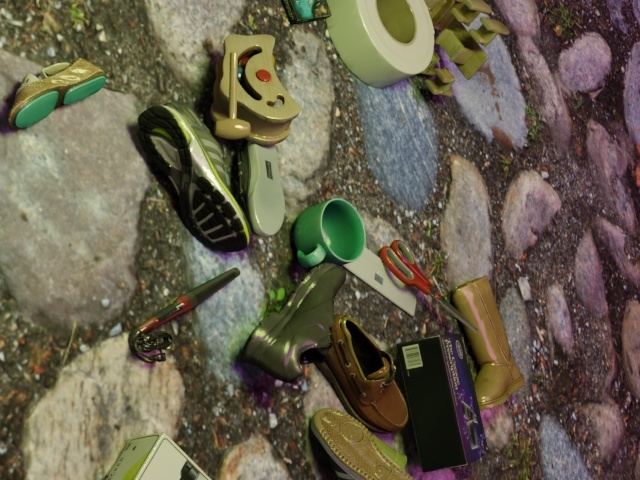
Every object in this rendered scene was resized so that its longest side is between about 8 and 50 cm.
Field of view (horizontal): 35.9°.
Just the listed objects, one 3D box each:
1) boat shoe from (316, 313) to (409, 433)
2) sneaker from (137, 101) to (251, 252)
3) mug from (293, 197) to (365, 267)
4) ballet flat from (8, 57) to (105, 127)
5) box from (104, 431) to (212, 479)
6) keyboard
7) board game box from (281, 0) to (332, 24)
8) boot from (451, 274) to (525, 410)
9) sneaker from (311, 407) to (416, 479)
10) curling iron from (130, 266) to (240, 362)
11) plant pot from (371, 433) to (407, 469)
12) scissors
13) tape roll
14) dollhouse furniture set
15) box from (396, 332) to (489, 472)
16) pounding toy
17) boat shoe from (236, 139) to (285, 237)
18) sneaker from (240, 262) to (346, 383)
[{"bbox_3d":[0.091,0.265,1.907,0.307,0.104,0.110,49,43,-26],"label":"boat shoe"},{"bbox_3d":[-0.198,-0.117,1.728,0.299,0.111,0.121,64,32,-17],"label":"sneaker"},{"bbox_3d":[0.001,-0.009,1.915,0.158,0.097,0.129,0,76,-48],"label":"mug"},{"bbox_3d":[-0.429,-0.237,1.553,0.067,0.073,0.206,42,38,7],"label":"ballet flat"},{"bbox_3d":[-0.213,0.451,1.505,0.290,0.087,0.169,52,44,-22],"label":"box"},{"bbox_3d":[0.124,0.074,2.092,0.256,0.014,0.072,36,56,-34],"label":"keyboard"},{"bbox_3d":[-0.051,-0.561,2.120,0.126,0.026,0.186,-25,95,-49],"label":"board game box"},{"bbox_3d":[0.355,0.234,2.242,0.236,0.089,0.269,-19,89,-57],"label":"boot"},{"bbox_3d":[0.069,0.449,1.835,0.282,0.153,0.099,42,42,12],"label":"sneaker"},{"bbox_3d":[-0.223,0.118,1.661,0.274,0.035,0.068,-44,113,-46],"label":"curling iron"},{"bbox_3d":[0.109,0.418,1.900,0.079,0.083,0.083,46,45,-10],"label":"plant pot"},{"bbox_3d":[0.236,0.117,2.142,0.297,0.021,0.109,50,31,-6],"label":"scissors"},{"bbox_3d":[0.139,-0.497,2.255,0.286,0.100,0.286,21,60,-42],"label":"tape roll"},{"bbox_3d":[0.327,-0.497,2.389,0.161,0.212,0.242,0,50,-48],"label":"dollhouse furniture set"},{"bbox_3d":[0.254,0.329,2.036,0.184,0.103,0.261,11,66,-69],"label":"box"},{"bbox_3d":[-0.108,-0.282,1.794,0.154,0.155,0.269,12,53,-15],"label":"pounding toy"},{"bbox_3d":[-0.123,-0.096,1.811,0.080,0.076,0.228,22,49,-42],"label":"boat shoe"},{"bbox_3d":[-0.023,0.154,1.790,0.130,0.109,0.286,35,51,9],"label":"sneaker"}]
